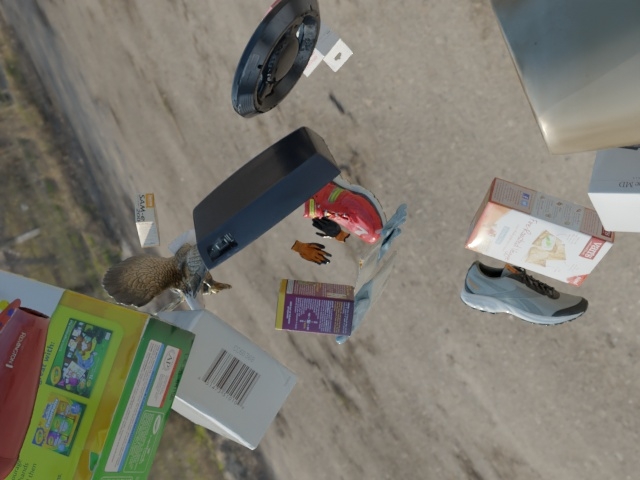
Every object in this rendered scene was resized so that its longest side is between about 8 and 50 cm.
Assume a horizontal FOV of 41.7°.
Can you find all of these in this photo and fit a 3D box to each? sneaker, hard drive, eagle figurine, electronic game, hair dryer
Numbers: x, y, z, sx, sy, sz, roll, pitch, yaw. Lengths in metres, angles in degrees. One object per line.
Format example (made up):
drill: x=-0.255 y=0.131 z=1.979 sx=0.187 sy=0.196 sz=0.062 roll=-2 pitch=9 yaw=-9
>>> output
sneaker: x=0.442 y=0.111 z=1.818 sx=0.271 sy=0.100 sz=0.108 roll=11 pitch=111 yaw=14
hard drive: x=-0.095 y=-0.075 z=1.321 sx=0.054 sy=0.254 sz=0.172 roll=50 pitch=-171 yaw=-28
eagle figurine: x=-0.295 y=0.072 z=1.782 sx=0.225 sy=0.226 sz=0.298 roll=29 pitch=172 yaw=19
electronic game: x=-0.071 y=-0.301 z=1.369 sx=0.048 sy=0.229 sz=0.229 roll=33 pitch=153 yaw=11
hair dryer: x=-0.393 y=0.161 z=0.824 sx=0.224 sy=0.293 sz=0.080 roll=64 pitch=166 yaw=-16
sneaker: x=0.024 y=-0.066 z=1.730 sx=0.279 sy=0.118 sz=0.107 roll=37 pitch=138 yaw=37

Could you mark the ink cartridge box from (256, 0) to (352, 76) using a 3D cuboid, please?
ink cartridge box: x=-0.035 y=-0.444 z=1.859 sx=0.198 sy=0.067 sz=0.115 roll=41 pitch=157 yaw=-7

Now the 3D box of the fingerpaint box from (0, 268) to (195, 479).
fingerpaint box: x=-0.421 y=0.274 z=1.118 sx=0.370 sy=0.445 sz=0.163 roll=14 pitch=169 yaw=18

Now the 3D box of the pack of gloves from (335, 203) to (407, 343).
pack of gloves: x=0.073 y=0.048 z=1.377 sx=0.046 sy=0.232 sz=0.195 roll=22 pitch=124 yaw=15

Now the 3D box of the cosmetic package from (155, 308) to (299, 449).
cosmetic package: x=-0.221 y=0.246 z=1.556 sx=0.217 sy=0.156 sz=0.385 roll=38 pitch=161 yaw=-13

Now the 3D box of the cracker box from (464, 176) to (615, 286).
cracker box: x=0.401 y=-0.013 z=1.545 sx=0.232 sy=0.067 sz=0.156 roll=18 pitch=146 yaw=3

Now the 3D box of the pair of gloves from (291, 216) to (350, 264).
pair of gloves: x=0.000 y=0.000 z=1.388 sx=0.074 sy=0.083 sz=0.010 roll=28 pitch=160 yaw=27

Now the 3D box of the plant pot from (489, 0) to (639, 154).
plant pot: x=0.340 y=-0.228 z=0.877 sx=0.323 sy=0.280 sz=0.323 roll=59 pitch=-162 yaw=-32

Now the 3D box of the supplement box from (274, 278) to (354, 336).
supplement box: x=-0.006 y=0.073 z=0.917 sx=0.055 sy=0.083 sz=0.043 roll=-85 pitch=0 yaw=-76

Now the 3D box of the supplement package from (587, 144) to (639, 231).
supplement package: x=0.415 y=-0.109 z=1.054 sx=0.105 sy=0.179 sz=0.105 roll=4 pitch=155 yaw=34

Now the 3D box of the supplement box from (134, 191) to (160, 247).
supplement box: x=-0.315 y=-0.036 z=1.528 sx=0.098 sy=0.036 sz=0.062 roll=100 pitch=162 yaw=-61
